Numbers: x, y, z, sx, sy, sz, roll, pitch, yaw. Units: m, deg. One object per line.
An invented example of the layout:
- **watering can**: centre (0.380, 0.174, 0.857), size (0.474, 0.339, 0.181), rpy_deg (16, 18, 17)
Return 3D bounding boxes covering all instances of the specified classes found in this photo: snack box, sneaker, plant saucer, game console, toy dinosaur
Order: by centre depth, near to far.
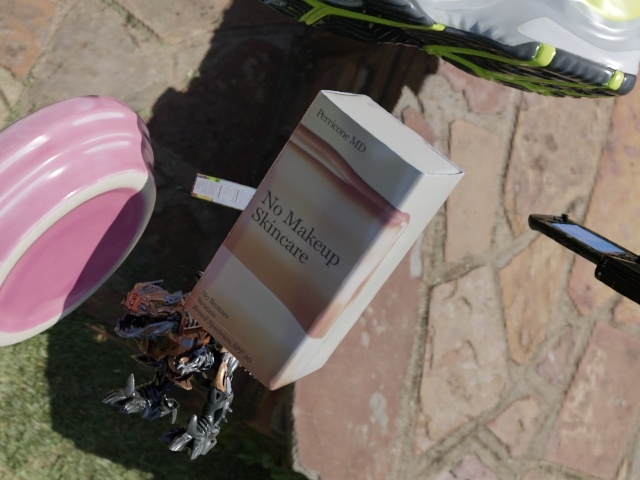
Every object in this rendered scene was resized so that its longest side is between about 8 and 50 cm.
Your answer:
- **sneaker**: centre (0.074, -0.221, 0.619), size (0.384, 0.145, 0.147), rpy_deg (14, 92, -22)
- **plant saucer**: centre (-0.296, -0.004, 0.916), size (0.084, 0.332, 0.332), rpy_deg (41, 58, 10)
- **toy dinosaur**: centre (-0.156, 0.159, 1.123), size (0.322, 0.164, 0.218), rpy_deg (30, 84, -36)
- **game console**: centre (0.441, 0.033, 1.246), size (0.213, 0.361, 0.044), rpy_deg (13, 106, -35)
- **snack box**: centre (-0.128, -0.067, 1.259), size (0.100, 0.141, 0.037), rpy_deg (17, 92, 3)

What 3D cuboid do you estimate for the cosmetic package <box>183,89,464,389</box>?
- **cosmetic package**: centre (0.000, 0.000, 0.927), size (0.296, 0.153, 0.129), rpy_deg (-57, 161, 20)
